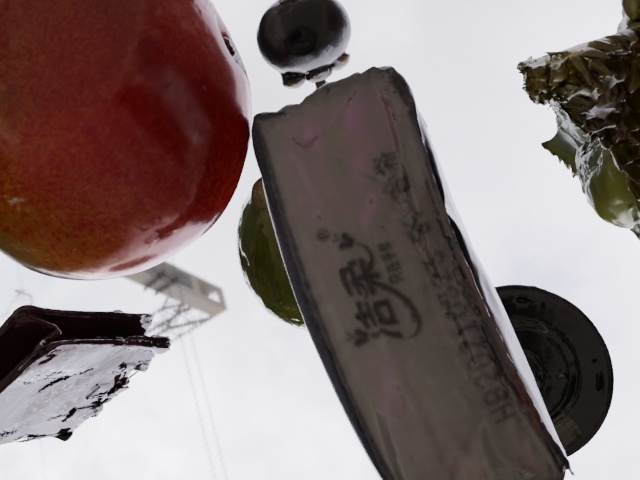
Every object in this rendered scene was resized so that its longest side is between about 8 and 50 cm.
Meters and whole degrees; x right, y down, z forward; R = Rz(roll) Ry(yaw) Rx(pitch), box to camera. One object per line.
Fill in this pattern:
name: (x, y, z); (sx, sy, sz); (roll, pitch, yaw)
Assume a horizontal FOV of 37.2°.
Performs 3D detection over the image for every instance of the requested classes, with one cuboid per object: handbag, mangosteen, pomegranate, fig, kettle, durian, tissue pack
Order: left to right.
handbag: (-0.301, 0.151, 1.065); (0.203, 0.216, 0.074); (-42, -114, 23)
pomegranate: (-0.170, -0.074, 0.624); (0.257, 0.221, 0.221); (-31, -124, -6)
mangosteen: (-0.019, -0.280, 1.362); (0.137, 0.151, 0.137); (-15, -154, 8)
fig: (0.001, 0.010, 1.084); (0.207, 0.230, 0.207); (0, -91, 18)
tissue pack: (0.078, 0.050, 0.763); (0.124, 0.394, 0.288); (-25, -99, 7)
kettle: (0.200, 0.182, 1.203); (0.262, 0.308, 0.203); (22, -106, 8)
durian: (0.225, -0.094, 0.661); (0.166, 0.306, 0.172); (34, -78, 22)
